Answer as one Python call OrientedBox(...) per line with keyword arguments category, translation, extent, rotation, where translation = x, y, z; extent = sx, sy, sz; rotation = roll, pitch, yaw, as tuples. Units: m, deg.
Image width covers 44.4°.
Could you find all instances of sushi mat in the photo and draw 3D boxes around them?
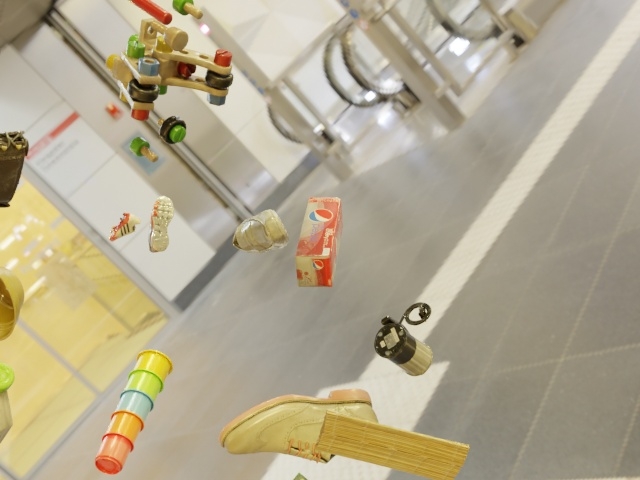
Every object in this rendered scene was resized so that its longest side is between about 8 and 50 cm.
OrientedBox(category="sushi mat", translation=(0.152, 0.445, 1.686), extent=(0.019, 0.317, 0.151), rotation=(-78, 3, -49))

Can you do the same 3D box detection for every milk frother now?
OrientedBox(category="milk frother", translation=(0.215, 0.224, 1.794), extent=(0.143, 0.135, 0.129), rotation=(-20, 54, 27))

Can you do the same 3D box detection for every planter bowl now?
OrientedBox(category="planter bowl", translation=(-0.793, 0.131, 1.915), extent=(0.217, 0.217, 0.090), rotation=(-35, 0, 32))

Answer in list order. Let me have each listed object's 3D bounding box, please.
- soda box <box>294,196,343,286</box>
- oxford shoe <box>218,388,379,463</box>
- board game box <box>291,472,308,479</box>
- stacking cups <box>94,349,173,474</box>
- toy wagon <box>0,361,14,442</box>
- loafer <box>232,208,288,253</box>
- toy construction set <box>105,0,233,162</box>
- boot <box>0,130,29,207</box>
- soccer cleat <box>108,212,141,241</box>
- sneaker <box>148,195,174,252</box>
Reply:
OrientedBox(category="soda box", translation=(0.000, 0.000, 1.860), extent=(0.084, 0.092, 0.263), rotation=(0, 34, 8))
OrientedBox(category="oxford shoe", translation=(-0.038, 0.455, 1.853), extent=(0.140, 0.397, 0.146), rotation=(101, 152, -42))
OrientedBox(category="board game box", translation=(-0.036, 0.466, 1.214), extent=(0.030, 0.136, 0.259), rotation=(-40, -12, -47))
OrientedBox(category="stacking cups", translation=(-0.436, 0.402, 1.825), extent=(0.096, 0.096, 0.316), rotation=(-35, 25, 34))
OrientedBox(category="toy wagon", translation=(-0.712, 0.247, 1.492), extent=(0.267, 0.344, 0.068), rotation=(-48, -13, 35))
OrientedBox(category="loafer", translation=(-0.164, -0.012, 2.078), extent=(0.112, 0.112, 0.319), rotation=(-27, 1, -15))
OrientedBox(category="toy construction set", translation=(-0.335, -0.373, 1.534), extent=(0.257, 0.237, 0.308), rotation=(-40, -28, -25))
OrientedBox(category="boot", translation=(-0.539, -0.138, 1.131), extent=(0.229, 0.091, 0.263), rotation=(-12, -35, -36))
OrientedBox(category="soccer cleat", translation=(-0.343, -0.019, 1.370), extent=(0.083, 0.036, 0.029), rotation=(-42, 37, 40))
OrientedBox(category="sneaker", translation=(-0.425, -0.040, 2.034), extent=(0.065, 0.061, 0.157), rotation=(-25, 53, 48))
